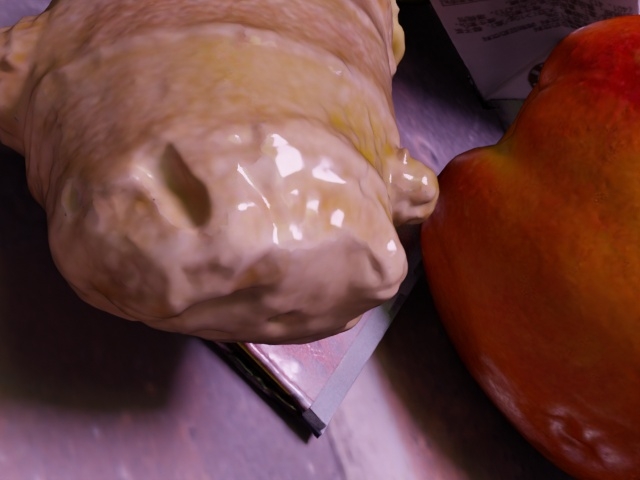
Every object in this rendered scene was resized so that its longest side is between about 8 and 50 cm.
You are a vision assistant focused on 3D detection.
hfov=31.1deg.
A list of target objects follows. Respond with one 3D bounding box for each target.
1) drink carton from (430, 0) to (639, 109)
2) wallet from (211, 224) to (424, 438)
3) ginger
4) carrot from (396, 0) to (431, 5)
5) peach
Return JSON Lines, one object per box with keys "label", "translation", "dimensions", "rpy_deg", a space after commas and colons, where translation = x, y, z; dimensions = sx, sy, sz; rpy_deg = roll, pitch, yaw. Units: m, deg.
{"label": "drink carton", "translation": [0.123, -0.228, 0.631], "dimensions": [0.324, 0.132, 0.194], "rpy_deg": [44, 54, -61]}
{"label": "wallet", "translation": [0.000, 0.000, 0.554], "dimensions": [0.103, 0.020, 0.196], "rpy_deg": [44, 37, -5]}
{"label": "ginger", "translation": [-0.033, -0.077, 0.499], "dimensions": [0.190, 0.126, 0.354], "rpy_deg": [11, 31, 6]}
{"label": "carrot", "translation": [0.123, -0.249, 0.872], "dimensions": [0.074, 0.074, 0.358], "rpy_deg": [47, 34, -2]}
{"label": "peach", "translation": [0.172, 0.011, 0.542], "dimensions": [0.243, 0.243, 0.199], "rpy_deg": [46, 50, -4]}
